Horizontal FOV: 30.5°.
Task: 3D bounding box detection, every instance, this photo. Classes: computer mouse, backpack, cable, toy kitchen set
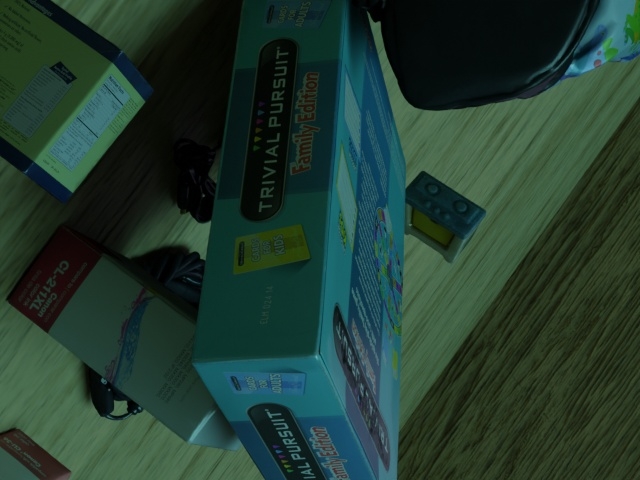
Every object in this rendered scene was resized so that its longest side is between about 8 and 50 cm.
[{"bbox_3d":[-0.048,-0.095,0.979,0.193,0.042,0.106,-46,160,-27],"label":"computer mouse"},{"bbox_3d":[0.163,-0.243,0.927,0.355,0.273,0.290,-39,126,-85],"label":"backpack"},{"bbox_3d":[-0.143,0.078,1.038,0.150,0.047,0.184,-44,159,-32],"label":"cable"},{"bbox_3d":[0.041,-0.004,1.171,0.207,0.166,0.122,-48,162,-23],"label":"toy kitchen set"}]

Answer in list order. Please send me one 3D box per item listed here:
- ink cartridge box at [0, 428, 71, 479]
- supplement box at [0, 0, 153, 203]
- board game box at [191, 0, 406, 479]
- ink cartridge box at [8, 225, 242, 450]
[{"bbox_3d":[-0.290,0.227,0.891,0.115,0.067,0.198,-60,164,16],"label":"ink cartridge box"},{"bbox_3d":[-0.154,-0.082,0.647,0.083,0.083,0.056,-52,163,-6],"label":"supplement box"},{"bbox_3d":[0.000,0.000,0.836,0.253,0.079,0.336,69,21,-52],"label":"board game box"},{"bbox_3d":[-0.123,0.076,0.870,0.072,0.175,0.127,-54,163,-3],"label":"ink cartridge box"}]
